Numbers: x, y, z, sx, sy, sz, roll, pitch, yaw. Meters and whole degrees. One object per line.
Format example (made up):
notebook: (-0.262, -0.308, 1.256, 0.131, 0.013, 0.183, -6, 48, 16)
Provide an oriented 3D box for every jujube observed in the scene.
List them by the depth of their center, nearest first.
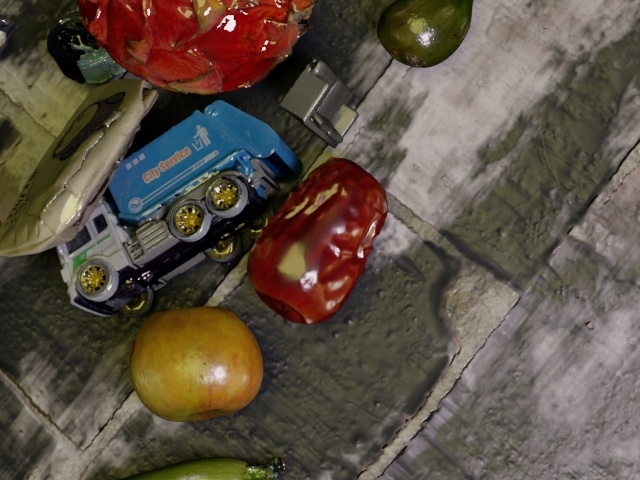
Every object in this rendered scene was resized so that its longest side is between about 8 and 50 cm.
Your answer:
jujube: (0.000, 0.000, 1.376, 0.155, 0.155, 0.230, 34, 86, 17)

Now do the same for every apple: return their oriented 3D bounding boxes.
apple: (-0.170, 0.163, 1.384, 0.182, 0.182, 0.155, -13, 70, 12)

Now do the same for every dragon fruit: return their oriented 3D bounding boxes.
dragon fruit: (-0.182, -0.339, 1.414, 0.342, 0.277, 0.277, 27, 89, -8)

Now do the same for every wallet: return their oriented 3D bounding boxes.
wallet: (-0.355, -0.105, 1.431, 0.275, 0.068, 0.335, 4, 58, 52)

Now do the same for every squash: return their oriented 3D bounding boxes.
squash: (-0.205, 0.352, 1.409, 0.331, 0.087, 0.087, -16, 78, 10)

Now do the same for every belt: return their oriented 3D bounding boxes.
belt: (-0.351, -0.294, 1.545, 0.140, 0.058, 0.105, 17, 66, 24)

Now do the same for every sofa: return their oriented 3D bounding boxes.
sofa: (0.011, -0.185, 1.402, 0.060, 0.147, 0.085, 35, 92, 20)

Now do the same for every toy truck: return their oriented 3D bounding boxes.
toy truck: (-0.202, -0.041, 1.441, 0.367, 0.146, 0.175, -33, 67, 5)

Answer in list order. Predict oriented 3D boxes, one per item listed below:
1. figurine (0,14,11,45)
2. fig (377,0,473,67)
figurine: (-0.545, -0.294, 1.606, 0.086, 0.087, 0.149, 22, 86, 54)
fig: (0.167, -0.312, 1.414, 0.177, 0.117, 0.117, -37, 73, -16)
